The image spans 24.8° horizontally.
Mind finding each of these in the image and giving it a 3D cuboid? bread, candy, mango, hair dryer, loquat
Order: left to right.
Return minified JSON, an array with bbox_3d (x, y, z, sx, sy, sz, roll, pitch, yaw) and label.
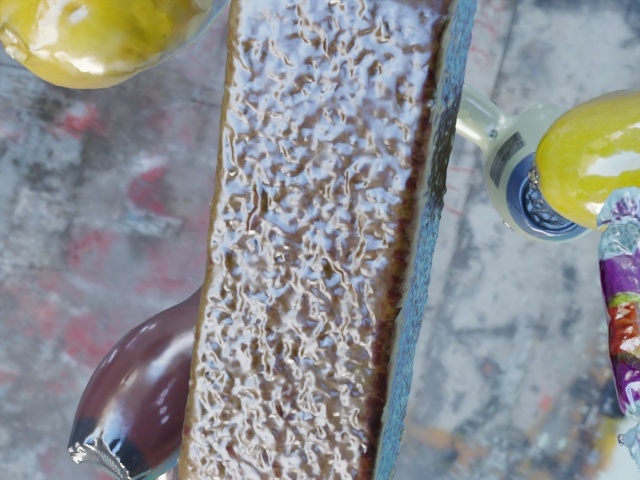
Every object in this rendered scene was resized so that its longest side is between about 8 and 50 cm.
[{"bbox_3d":[-0.178,-0.228,1.267,0.234,0.187,0.176,-36,123,-19],"label":"loquat"},{"bbox_3d":[-0.131,0.184,1.488,0.312,0.123,0.340,-49,157,-38],"label":"hair dryer"},{"bbox_3d":[0.000,0.000,1.051,0.113,0.165,0.417,-56,156,-67],"label":"bread"},{"bbox_3d":[0.153,-0.113,1.291,0.119,0.298,0.296,-52,163,16],"label":"hair dryer"},{"bbox_3d":[0.172,0.048,0.762,0.043,0.045,0.175,53,31,-57],"label":"candy"},{"bbox_3d":[0.235,-0.058,0.924,0.237,0.137,0.091,-11,103,-43],"label":"mango"}]
